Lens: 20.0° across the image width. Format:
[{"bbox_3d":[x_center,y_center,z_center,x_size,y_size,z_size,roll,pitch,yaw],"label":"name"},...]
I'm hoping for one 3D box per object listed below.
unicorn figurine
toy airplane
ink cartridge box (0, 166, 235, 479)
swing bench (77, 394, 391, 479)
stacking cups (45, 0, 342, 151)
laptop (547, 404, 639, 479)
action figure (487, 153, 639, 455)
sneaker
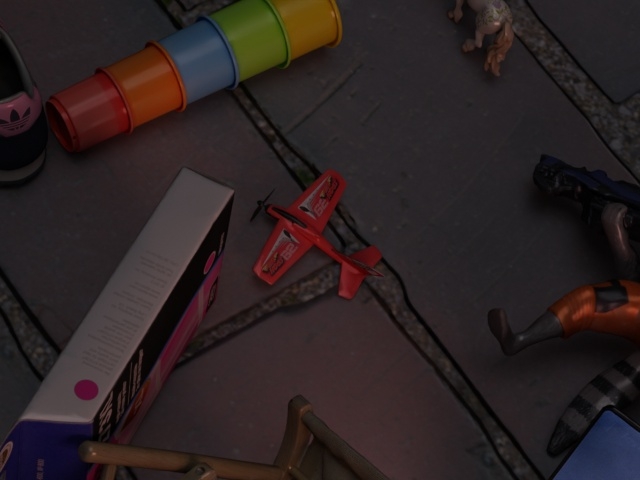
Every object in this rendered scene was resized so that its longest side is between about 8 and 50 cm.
[{"bbox_3d":[0.165,-0.265,1.956,0.060,0.111,0.162,-32,70,-24],"label":"unicorn figurine"},{"bbox_3d":[0.000,0.000,1.824,0.151,0.028,0.151,4,61,-7],"label":"toy airplane"},{"bbox_3d":[-0.187,0.119,1.613,0.069,0.176,0.371,26,53,9],"label":"ink cartridge box"},{"bbox_3d":[-0.046,0.278,1.521,0.254,0.165,0.253,-7,32,-39],"label":"swing bench"},{"bbox_3d":[-0.132,-0.178,1.879,0.316,0.096,0.096,-29,69,-18],"label":"stacking cups"},{"bbox_3d":[0.247,0.433,1.501,0.382,0.236,0.408,38,61,12],"label":"laptop"},{"bbox_3d":[0.316,0.055,1.810,0.330,0.178,0.341,-30,42,-31],"label":"action figure"},{"bbox_3d":[-0.360,-0.213,1.822,0.112,0.131,0.319,-26,68,-22],"label":"sneaker"}]
